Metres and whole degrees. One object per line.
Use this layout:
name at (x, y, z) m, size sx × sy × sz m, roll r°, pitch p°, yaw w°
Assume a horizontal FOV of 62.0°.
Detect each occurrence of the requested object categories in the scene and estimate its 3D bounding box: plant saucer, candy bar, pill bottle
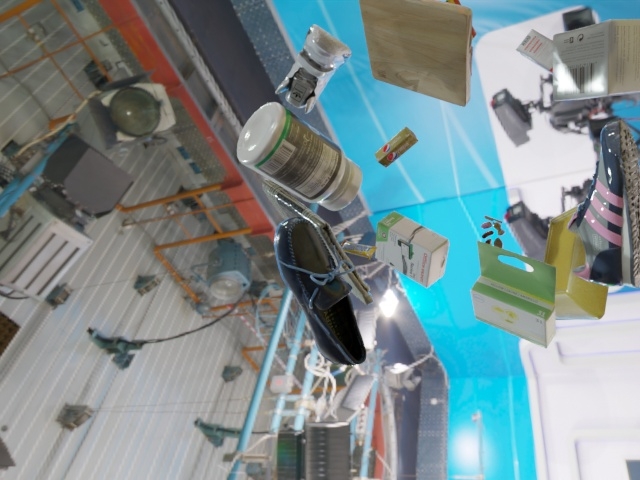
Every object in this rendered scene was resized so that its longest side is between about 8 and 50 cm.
plant saucer at (0.679, 0.042, 1.436) m, size 0.333 × 0.081 × 0.332 m, roll 58°, pitch -135°, yaw -80°
candy bar at (0.105, 0.025, 1.500) m, size 0.018 × 0.161 × 0.040 m, roll 37°, pitch -102°, yaw -30°
pill bottle at (-0.054, -0.239, 1.609) m, size 0.361 × 0.204 × 0.204 m, roll 29°, pitch -127°, yaw -37°

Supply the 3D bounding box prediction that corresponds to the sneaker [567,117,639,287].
sneaker at (0.535, -0.067, 1.019) m, size 0.112 × 0.131 × 0.318 m, roll -10°, pitch -83°, yaw -44°

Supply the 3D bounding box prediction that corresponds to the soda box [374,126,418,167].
soda box at (0.316, -0.388, 2.222) m, size 0.061 × 0.181 × 0.058 m, roll 26°, pitch -144°, yaw -39°

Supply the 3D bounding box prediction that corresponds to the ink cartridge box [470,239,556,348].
ink cartridge box at (0.401, 0.116, 1.116) m, size 0.056 × 0.171 × 0.235 m, roll -51°, pitch -40°, yaw -21°

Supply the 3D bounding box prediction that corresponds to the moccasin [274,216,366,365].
moccasin at (0.021, 0.104, 1.102) m, size 0.138 × 0.117 × 0.341 m, roll -37°, pitch -68°, yaw -29°

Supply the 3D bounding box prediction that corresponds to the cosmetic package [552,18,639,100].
cosmetic package at (0.641, -0.398, 1.183) m, size 0.184 × 0.151 × 0.151 m, roll -11°, pitch -77°, yaw -22°

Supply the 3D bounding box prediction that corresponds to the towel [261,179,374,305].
towel at (0.000, 0.000, 1.407) m, size 0.056 × 0.312 × 0.324 m, roll -41°, pitch -50°, yaw -10°

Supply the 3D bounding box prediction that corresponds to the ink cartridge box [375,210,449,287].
ink cartridge box at (0.290, 0.028, 1.710) m, size 0.093 × 0.219 × 0.160 m, roll -33°, pitch -42°, yaw -31°

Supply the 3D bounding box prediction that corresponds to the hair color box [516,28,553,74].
hair color box at (0.631, -0.533, 1.506) m, size 0.043 × 0.072 × 0.141 m, roll 12°, pitch -147°, yaw -43°

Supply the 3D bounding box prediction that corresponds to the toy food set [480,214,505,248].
toy food set at (0.504, -0.019, 1.562) m, size 0.019 × 0.078 × 0.122 m, roll -38°, pitch -43°, yaw -34°

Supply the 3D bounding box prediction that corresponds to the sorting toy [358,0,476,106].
sorting toy at (0.232, -0.456, 1.203) m, size 0.089 × 0.257 × 0.255 m, roll -54°, pitch -28°, yaw -18°

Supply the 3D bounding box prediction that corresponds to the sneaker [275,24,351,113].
sneaker at (-0.025, -0.491, 1.566) m, size 0.137 × 0.210 × 0.366 m, roll 32°, pitch -172°, yaw -8°
